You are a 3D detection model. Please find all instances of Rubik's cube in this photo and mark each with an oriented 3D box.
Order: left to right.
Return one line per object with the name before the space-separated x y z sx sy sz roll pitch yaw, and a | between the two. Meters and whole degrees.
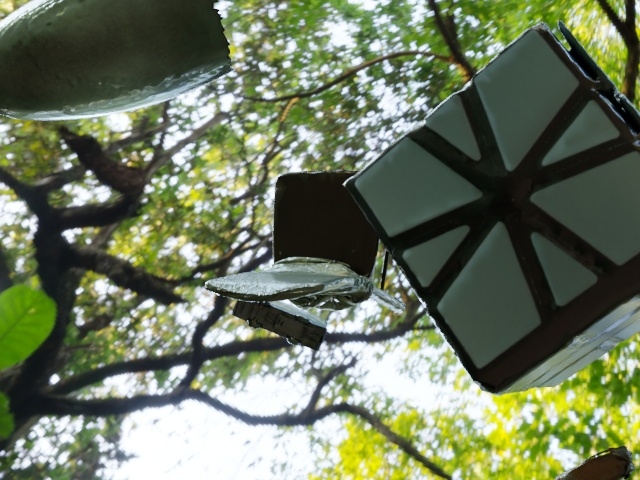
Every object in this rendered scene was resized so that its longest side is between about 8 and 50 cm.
Rubik's cube | 0.251 -0.021 0.995 0.293 0.283 0.288 -42 -115 19

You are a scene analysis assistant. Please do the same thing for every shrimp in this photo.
shrimp | 0.300 0.285 0.922 0.161 0.049 0.166 24 -67 0

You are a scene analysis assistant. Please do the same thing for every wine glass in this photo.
wine glass | -0.215 -0.127 0.492 0.309 0.264 0.096 -18 -108 -2

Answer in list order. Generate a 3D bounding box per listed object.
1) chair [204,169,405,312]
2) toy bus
chair | 0.000 0.000 1.140 0.160 0.319 0.186 4 -98 25
toy bus | -0.064 0.127 1.471 0.153 0.061 0.051 23 -79 1
